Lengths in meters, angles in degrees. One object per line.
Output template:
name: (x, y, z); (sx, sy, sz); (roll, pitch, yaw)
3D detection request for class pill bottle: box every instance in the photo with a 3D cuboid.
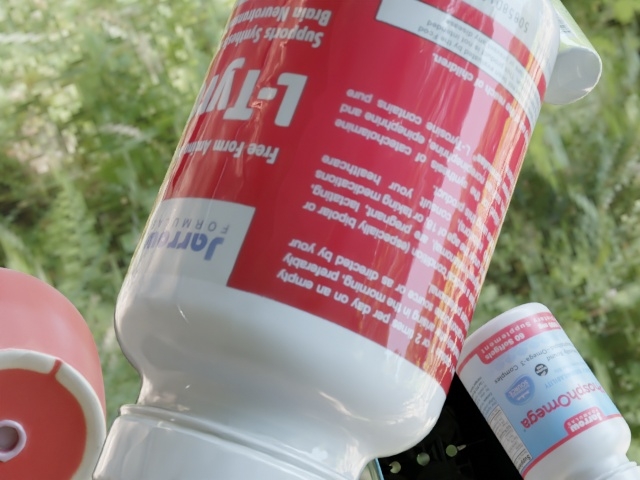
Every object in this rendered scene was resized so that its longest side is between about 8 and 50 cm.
pill bottle: (0.174, 0.133, 1.063); (0.160, 0.087, 0.087); (58, -3, 23)
pill bottle: (0.000, 0.000, 0.963); (0.229, 0.229, 0.408); (65, 42, -68)

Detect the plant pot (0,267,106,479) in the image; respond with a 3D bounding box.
plant pot: (-0.353, 0.183, 1.560); (0.275, 0.275, 0.243); (70, -14, -17)

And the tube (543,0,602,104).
tube: (0.176, -0.213, 1.271); (0.070, 0.062, 0.240); (50, 13, -45)

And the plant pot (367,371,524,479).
plant pot: (0.122, 0.216, 1.447); (0.234, 0.165, 0.166); (108, -34, -76)
